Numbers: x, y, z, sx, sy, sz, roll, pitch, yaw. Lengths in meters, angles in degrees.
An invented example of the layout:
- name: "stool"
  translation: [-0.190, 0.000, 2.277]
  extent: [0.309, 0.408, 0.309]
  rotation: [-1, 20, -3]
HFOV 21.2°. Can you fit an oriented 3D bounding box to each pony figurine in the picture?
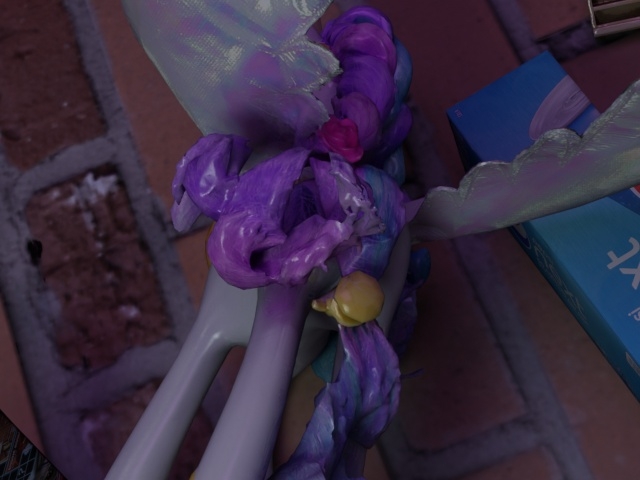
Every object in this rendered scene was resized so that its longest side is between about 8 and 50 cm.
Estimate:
- name: "pony figurine"
  translation: [0.000, 0.000, 0.834]
  extent: [0.303, 0.351, 0.363]
  rotation: [22, 71, -17]

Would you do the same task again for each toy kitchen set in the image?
- name: "toy kitchen set"
  translation: [0.197, -0.122, 0.997]
  extent: [0.075, 0.083, 0.068]
  rotation: [-11, 100, 9]

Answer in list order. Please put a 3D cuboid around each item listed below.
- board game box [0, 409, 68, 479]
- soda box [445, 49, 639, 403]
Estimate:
- name: "board game box"
  translation: [-0.201, 0.213, 0.849]
  extent: [0.042, 0.165, 0.243]
  rotation: [14, 64, 22]
- name: "soda box"
  translation: [0.154, -0.003, 0.935]
  extent: [0.071, 0.067, 0.210]
  rotation: [-31, 58, -4]
